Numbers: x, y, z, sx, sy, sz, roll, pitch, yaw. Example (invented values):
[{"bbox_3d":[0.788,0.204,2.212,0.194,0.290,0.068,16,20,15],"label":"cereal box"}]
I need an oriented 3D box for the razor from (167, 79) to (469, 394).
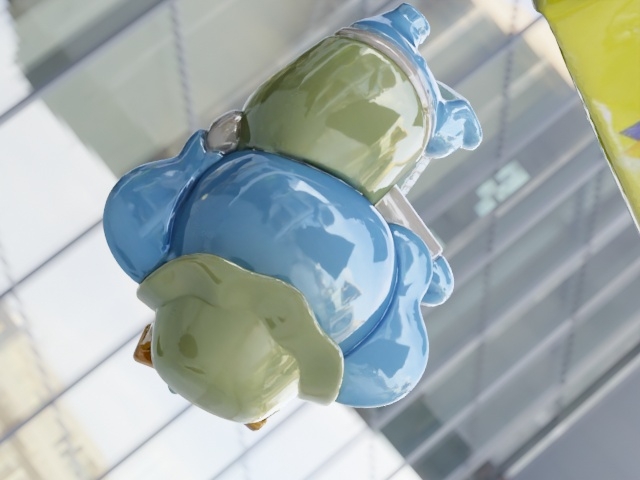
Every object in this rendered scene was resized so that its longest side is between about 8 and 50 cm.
[{"bbox_3d":[0.008,0.006,1.360,0.056,0.278,0.111,46,14,18],"label":"razor"}]

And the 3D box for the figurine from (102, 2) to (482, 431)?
[{"bbox_3d":[0.002,-0.008,1.138,0.154,0.262,0.180,13,-38,58],"label":"figurine"}]

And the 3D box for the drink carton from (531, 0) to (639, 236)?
[{"bbox_3d":[0.196,-0.053,0.812,0.351,0.154,0.111,55,18,-50],"label":"drink carton"}]
